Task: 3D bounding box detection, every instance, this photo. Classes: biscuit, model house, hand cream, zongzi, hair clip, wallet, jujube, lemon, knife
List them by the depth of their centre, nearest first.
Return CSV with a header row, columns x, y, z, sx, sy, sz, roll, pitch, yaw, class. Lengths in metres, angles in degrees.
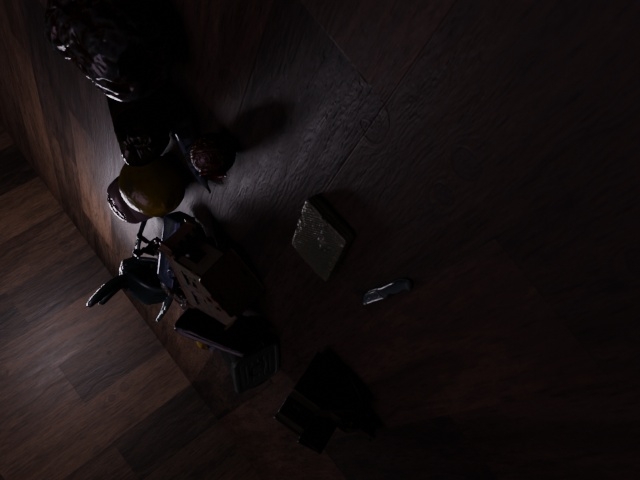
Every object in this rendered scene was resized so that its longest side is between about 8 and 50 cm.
x,y,z,sx,sy,sz,roll,pitch,yaw,class
0.121,0.099,1.268,0.028,0.015,0.210,50,156,-3,knife
0.000,0.000,1.330,0.121,0.041,0.199,47,153,13,biscuit
-0.439,-0.426,1.372,0.317,0.226,0.226,44,153,33,jujube
-0.417,-0.243,1.606,0.288,0.134,0.285,80,172,-53,zongzi
-0.312,-0.221,1.607,0.088,0.055,0.256,47,161,31,hand cream
0.031,0.445,1.681,0.243,0.204,0.211,34,152,6,model house
-0.462,-0.151,1.811,0.207,0.170,0.170,34,148,30,lemon
-0.277,0.107,1.834,0.244,0.169,0.326,30,151,29,model house
-0.291,0.259,1.944,0.245,0.168,0.052,19,121,13,wallet
-0.623,0.142,2.351,0.239,0.392,0.318,30,156,-9,hair clip

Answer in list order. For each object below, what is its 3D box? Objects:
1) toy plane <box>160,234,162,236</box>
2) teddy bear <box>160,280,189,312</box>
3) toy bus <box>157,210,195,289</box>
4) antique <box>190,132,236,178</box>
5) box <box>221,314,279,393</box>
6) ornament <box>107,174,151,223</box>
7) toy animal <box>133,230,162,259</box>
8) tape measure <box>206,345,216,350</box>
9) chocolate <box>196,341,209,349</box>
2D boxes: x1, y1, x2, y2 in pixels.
x,y,z,sx,sy,sz,roll,pitch,yaw,class
-0.447,0.003,2.110,0.096,0.060,0.235,55,160,-20,toy plane
-0.392,0.191,2.131,0.252,0.182,0.129,10,93,32,teddy bear
-0.434,0.029,1.994,0.094,0.079,0.236,32,122,30,toy bus
-0.236,-0.189,1.445,0.104,0.104,0.104,41,152,28,antique
-0.227,0.351,2.051,0.135,0.163,0.243,52,158,28,box
-0.545,-0.130,1.982,0.177,0.178,0.177,41,152,28,ornament
-0.509,0.050,2.148,0.233,0.084,0.148,30,173,-6,toy animal
-0.368,0.354,2.363,0.054,0.094,0.091,51,156,-7,tape measure
-0.425,0.343,2.472,0.085,0.086,0.219,48,154,15,chocolate
